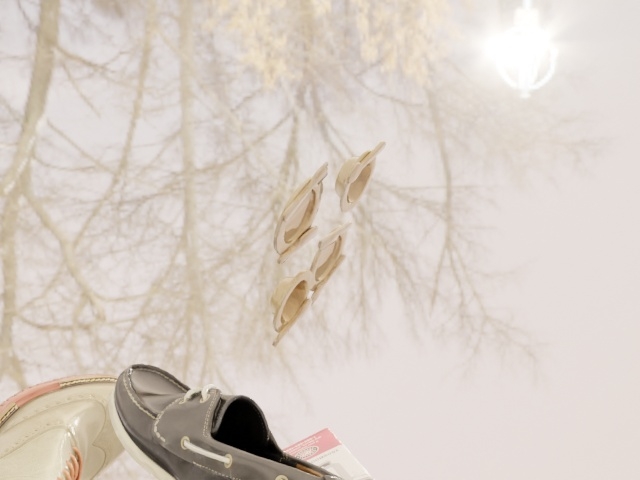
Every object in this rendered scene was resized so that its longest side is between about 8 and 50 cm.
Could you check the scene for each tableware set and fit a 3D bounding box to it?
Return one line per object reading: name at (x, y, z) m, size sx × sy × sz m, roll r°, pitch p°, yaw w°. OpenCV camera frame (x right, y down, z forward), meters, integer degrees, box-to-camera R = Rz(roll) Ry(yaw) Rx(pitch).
tableware set at (0.000, 0.000, 0.705) m, size 0.020 × 0.169 × 0.141 m, roll 26°, pitch -139°, yaw 17°

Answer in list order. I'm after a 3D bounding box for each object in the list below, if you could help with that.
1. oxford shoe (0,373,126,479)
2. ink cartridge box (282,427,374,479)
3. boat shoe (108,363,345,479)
oxford shoe at (-0.278, 0.244, 0.847) m, size 0.146 × 0.141 × 0.397 m, roll 4°, pitch -162°, yaw 26°
ink cartridge box at (-0.016, 0.353, 1.025) m, size 0.207 × 0.117 × 0.283 m, roll -24°, pitch -166°, yaw -13°
boat shoe at (-0.063, 0.131, 0.574) m, size 0.084 × 0.079 × 0.233 m, roll 14°, pitch -171°, yaw -40°
